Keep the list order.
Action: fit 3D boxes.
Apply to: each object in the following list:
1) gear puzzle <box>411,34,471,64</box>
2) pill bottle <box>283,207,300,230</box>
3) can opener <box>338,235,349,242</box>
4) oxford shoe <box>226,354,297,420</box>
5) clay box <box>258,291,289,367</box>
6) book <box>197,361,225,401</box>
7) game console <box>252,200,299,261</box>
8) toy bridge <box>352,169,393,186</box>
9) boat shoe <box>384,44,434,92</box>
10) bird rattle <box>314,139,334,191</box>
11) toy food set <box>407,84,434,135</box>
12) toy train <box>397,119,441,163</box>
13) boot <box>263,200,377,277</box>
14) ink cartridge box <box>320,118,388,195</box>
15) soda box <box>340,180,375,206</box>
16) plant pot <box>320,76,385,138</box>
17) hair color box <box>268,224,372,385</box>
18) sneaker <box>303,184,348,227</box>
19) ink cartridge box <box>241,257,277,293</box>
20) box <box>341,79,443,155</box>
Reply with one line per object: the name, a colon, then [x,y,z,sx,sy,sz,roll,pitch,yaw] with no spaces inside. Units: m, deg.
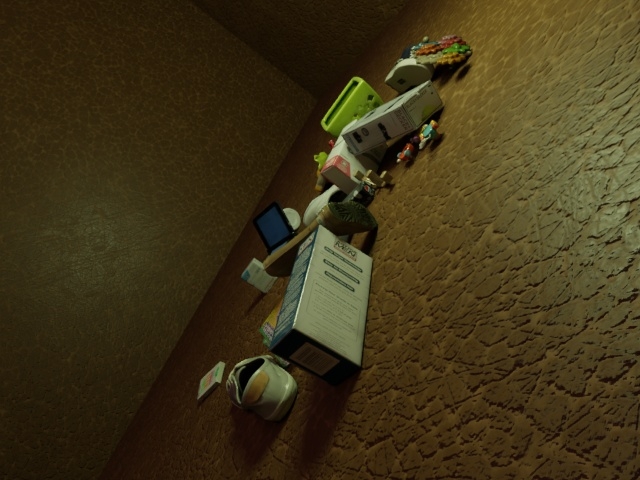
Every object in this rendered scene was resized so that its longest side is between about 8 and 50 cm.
gear puzzle: [0.392,-0.620,1.584,0.175,0.044,0.339,-9,31,10]
pill bottle: [-0.178,-0.068,2.232,0.193,0.108,0.108,-30,30,57]
can opener: [0.017,0.038,1.461,0.076,0.095,0.284,-29,37,57]
oxford shoe: [-0.195,0.385,1.353,0.169,0.130,0.449,-63,16,-17]
clay box: [-0.079,0.227,1.346,0.127,0.053,0.222,40,97,38]
book: [-0.422,0.546,1.886,0.144,0.035,0.096,-46,22,27]
game console: [-0.232,0.010,2.123,0.293,0.173,0.250,-31,29,57]
toy bridge: [0.170,-0.192,1.522,0.026,0.063,0.188,-59,26,-6]
boat shoe: [0.349,-0.665,1.816,0.158,0.127,0.340,-62,16,1]
bird rattle: [0.027,-0.320,2.115,0.254,0.143,0.207,-83,14,-64]
toy food set: [0.322,-0.441,1.619,0.132,0.038,0.192,-43,20,40]
toy train: [0.286,-0.274,1.389,0.125,0.046,0.166,-60,13,-11]
boot: [0.000,0.000,1.367,0.269,0.236,0.089,-42,60,30]
ink cartridge box: [0.120,-0.279,1.674,0.092,0.158,0.218,-26,34,56]
soda box: [0.103,-0.114,1.591,0.169,0.053,0.060,-45,19,35]
plant pot: [0.153,-0.462,1.855,0.227,0.207,0.228,-51,16,14]
hair color box: [0.013,0.138,1.134,0.105,0.173,0.347,-46,18,36]
sneaker: [0.023,-0.126,1.779,0.258,0.094,0.091,-47,13,27]
ink cartridge box: [-0.247,0.145,1.994,0.089,0.122,0.052,-52,12,11]
box: [0.218,-0.377,1.527,0.169,0.087,0.290,-44,17,-32]
